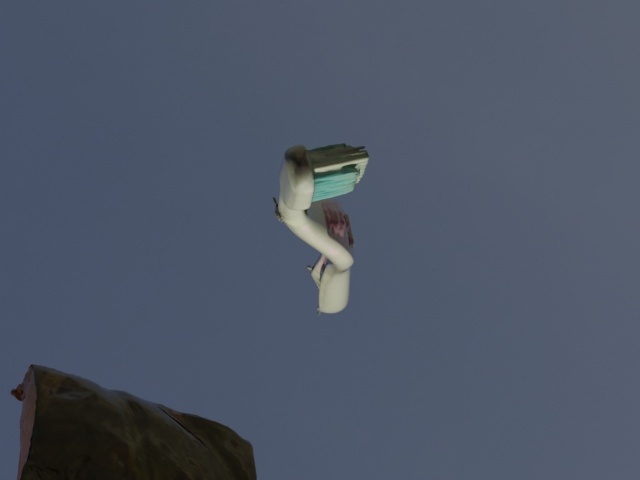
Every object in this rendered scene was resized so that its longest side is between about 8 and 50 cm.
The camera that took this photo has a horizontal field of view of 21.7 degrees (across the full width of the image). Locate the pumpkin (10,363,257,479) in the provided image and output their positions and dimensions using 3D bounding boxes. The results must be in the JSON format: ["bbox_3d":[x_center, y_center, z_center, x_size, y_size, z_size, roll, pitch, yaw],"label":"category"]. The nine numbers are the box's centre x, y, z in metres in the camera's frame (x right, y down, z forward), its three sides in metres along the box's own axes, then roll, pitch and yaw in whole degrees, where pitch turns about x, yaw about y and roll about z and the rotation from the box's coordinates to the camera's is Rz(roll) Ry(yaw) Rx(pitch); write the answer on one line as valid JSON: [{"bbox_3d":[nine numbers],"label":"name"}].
[{"bbox_3d":[-0.198,0.270,1.362,0.225,0.303,0.256,14,-129,-21],"label":"pumpkin"}]

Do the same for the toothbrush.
[{"bbox_3d":[0.000,0.000,0.450,0.022,0.204,0.017,-8,-100,-1],"label":"toothbrush"}]
